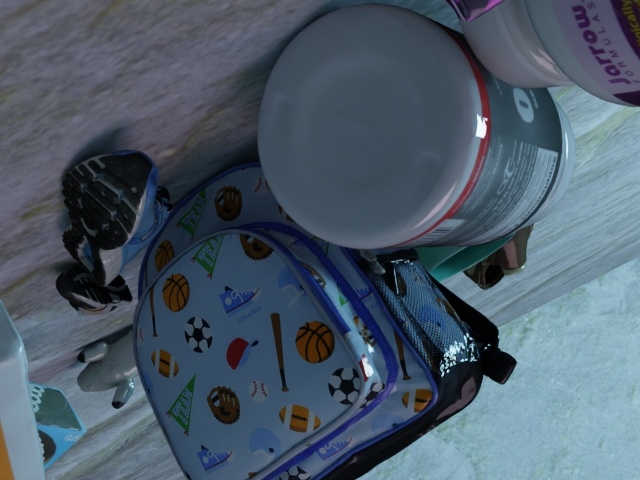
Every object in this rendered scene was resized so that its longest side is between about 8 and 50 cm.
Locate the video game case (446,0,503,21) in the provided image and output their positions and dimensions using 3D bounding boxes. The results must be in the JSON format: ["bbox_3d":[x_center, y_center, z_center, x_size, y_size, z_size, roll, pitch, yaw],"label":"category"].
[{"bbox_3d":[0.135,-0.197,0.464,0.232,0.041,0.210,-32,-158,11],"label":"video game case"}]

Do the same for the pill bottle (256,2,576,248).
[{"bbox_3d":[0.090,-0.075,0.784,0.161,0.161,0.283,-36,164,24],"label":"pill bottle"}]

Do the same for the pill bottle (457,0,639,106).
[{"bbox_3d":[0.216,-0.160,0.553,0.169,0.169,0.302,-19,-170,-33],"label":"pill bottle"}]

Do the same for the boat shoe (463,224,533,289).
[{"bbox_3d":[0.275,0.001,1.503,0.095,0.095,0.257,-24,165,-17],"label":"boat shoe"}]

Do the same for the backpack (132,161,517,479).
[{"bbox_3d":[-0.032,0.071,0.854,0.277,0.263,0.213,-37,158,21],"label":"backpack"}]

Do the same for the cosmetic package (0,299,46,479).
[{"bbox_3d":[-0.390,0.151,0.552,0.453,0.161,0.230,-22,145,-24],"label":"cosmetic package"}]

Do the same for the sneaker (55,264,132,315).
[{"bbox_3d":[-0.203,0.050,0.899,0.044,0.040,0.109,-29,165,8],"label":"sneaker"}]

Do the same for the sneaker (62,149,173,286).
[{"bbox_3d":[-0.142,-0.028,0.749,0.073,0.063,0.162,-41,177,-29],"label":"sneaker"}]

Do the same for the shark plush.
[{"bbox_3d":[-0.203,0.109,1.137,0.161,0.073,0.067,-48,-173,-7],"label":"shark plush"}]

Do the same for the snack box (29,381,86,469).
[{"bbox_3d":[-0.361,0.182,0.853,0.187,0.060,0.322,-43,153,7],"label":"snack box"}]

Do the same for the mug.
[{"bbox_3d":[0.153,-0.027,1.183,0.158,0.097,0.129,-40,161,34],"label":"mug"}]
